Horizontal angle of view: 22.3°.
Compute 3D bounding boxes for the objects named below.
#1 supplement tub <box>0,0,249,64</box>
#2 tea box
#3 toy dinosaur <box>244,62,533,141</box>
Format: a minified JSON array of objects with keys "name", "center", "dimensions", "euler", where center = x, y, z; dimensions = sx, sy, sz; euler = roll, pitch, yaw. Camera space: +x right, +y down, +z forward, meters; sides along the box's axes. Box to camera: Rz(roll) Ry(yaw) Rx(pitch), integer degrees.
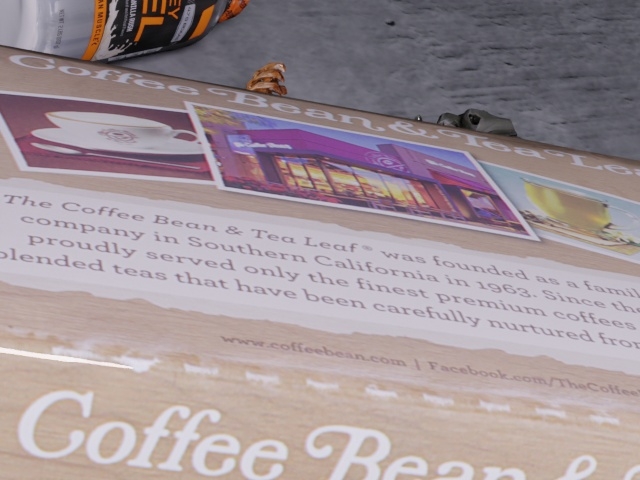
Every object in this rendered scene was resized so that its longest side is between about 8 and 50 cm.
[{"name":"supplement tub","center":[-0.141,-0.174,1.060],"dimensions":[0.190,0.117,0.117],"euler":[-20,52,-41]},{"name":"tea box","center":[-0.024,0.133,0.519],"dimensions":[0.329,0.323,0.220],"euler":[8,22,-16]},{"name":"toy dinosaur","center":[0.000,0.000,0.891],"dimensions":[0.218,0.164,0.322],"euler":[-6,63,-8]}]
